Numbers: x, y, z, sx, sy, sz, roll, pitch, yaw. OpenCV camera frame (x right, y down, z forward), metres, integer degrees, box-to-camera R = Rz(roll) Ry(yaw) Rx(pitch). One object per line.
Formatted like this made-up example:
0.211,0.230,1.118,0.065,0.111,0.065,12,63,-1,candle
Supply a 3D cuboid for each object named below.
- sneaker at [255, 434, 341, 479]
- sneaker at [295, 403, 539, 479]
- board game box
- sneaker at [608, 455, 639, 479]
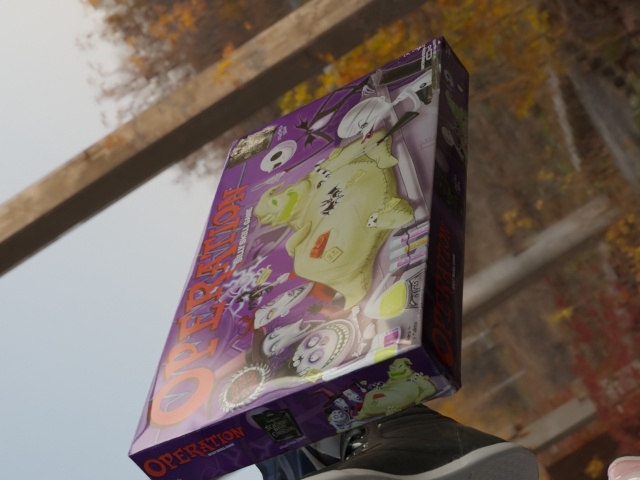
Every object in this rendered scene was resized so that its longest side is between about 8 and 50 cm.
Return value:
0.003,0.181,1.102,0.153,0.094,0.235,-5,-100,-54,sneaker
0.031,0.216,0.969,0.147,0.296,0.104,17,110,55,sneaker
0.000,0.000,0.773,0.056,0.208,0.346,48,-151,-26,board game box
0.338,0.231,1.063,0.070,0.134,0.051,-40,-62,-67,sneaker
